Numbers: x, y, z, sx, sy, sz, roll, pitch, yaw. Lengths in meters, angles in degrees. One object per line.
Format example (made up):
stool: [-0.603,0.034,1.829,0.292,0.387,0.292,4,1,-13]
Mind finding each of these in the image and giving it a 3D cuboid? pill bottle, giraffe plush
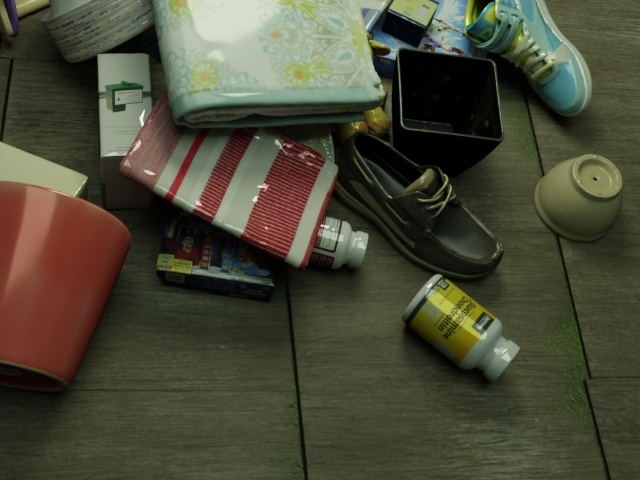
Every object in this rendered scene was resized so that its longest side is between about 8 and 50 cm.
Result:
pill bottle: [0.234,0.148,1.484,0.184,0.103,0.103,38,60,12]
pill bottle: [0.000,0.000,1.532,0.152,0.086,0.086,15,58,-4]
giraffe plush: [0.054,-0.306,1.674,0.181,0.170,0.210,-13,63,-18]

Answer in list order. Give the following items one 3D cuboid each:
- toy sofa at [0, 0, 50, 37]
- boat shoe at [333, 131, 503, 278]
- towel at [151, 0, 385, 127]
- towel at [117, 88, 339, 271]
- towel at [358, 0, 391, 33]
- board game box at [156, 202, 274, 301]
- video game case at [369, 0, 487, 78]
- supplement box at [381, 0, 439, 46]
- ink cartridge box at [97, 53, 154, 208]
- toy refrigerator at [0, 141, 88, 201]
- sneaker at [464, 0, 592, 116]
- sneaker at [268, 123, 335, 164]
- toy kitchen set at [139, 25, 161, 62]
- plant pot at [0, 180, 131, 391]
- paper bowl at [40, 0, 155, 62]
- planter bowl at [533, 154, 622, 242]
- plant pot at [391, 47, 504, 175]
toy sofa: [-0.557,-0.549,1.578,0.150,0.362,0.177,-36,66,-28]
boat shoe: [0.167,-0.062,1.577,0.355,0.130,0.132,33,59,8]
towel: [-0.091,-0.348,1.500,0.374,0.090,0.320,-5,72,-26]
towel: [-0.135,-0.114,1.455,0.329,0.037,0.237,29,50,-11]
towel: [0.078,-0.521,1.818,0.209,0.034,0.285,15,61,33]
board game box: [-0.166,-0.007,1.516,0.194,0.060,0.194,9,57,-6]
video game case: [0.212,-0.427,1.845,0.269,0.061,0.244,15,57,-2]
supplement box: [0.178,-0.444,1.778,0.083,0.056,0.083,27,59,5]
ink cartridge box: [-0.331,-0.187,1.529,0.092,0.160,0.219,-2,60,-13]
toy refrigerator: [-0.523,-0.090,1.458,0.269,0.102,0.094,22,48,0]
sneaker: [0.392,-0.373,1.769,0.208,0.127,0.319,-15,70,-43]
sneaker: [-0.062,-0.227,1.642,0.131,0.148,0.350,-15,87,-3]
toy kitchen set: [-0.220,-0.264,1.561,0.207,0.122,0.166,41,51,-34]
plant pot: [-0.431,0.079,1.306,0.275,0.275,0.243,10,68,-6]
paper bowl: [-0.367,-0.448,1.594,0.284,0.284,0.148,-44,120,-29]
planter bowl: [0.495,-0.093,1.679,0.162,0.109,0.162,5,58,-9]
plant pot: [0.216,-0.220,1.661,0.187,0.167,0.188,5,58,-8]
